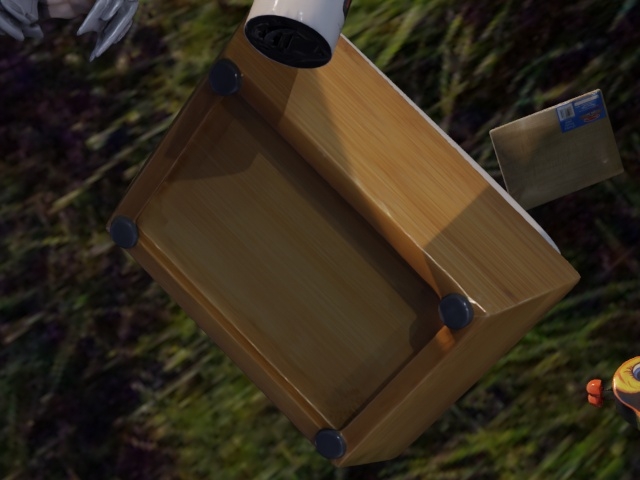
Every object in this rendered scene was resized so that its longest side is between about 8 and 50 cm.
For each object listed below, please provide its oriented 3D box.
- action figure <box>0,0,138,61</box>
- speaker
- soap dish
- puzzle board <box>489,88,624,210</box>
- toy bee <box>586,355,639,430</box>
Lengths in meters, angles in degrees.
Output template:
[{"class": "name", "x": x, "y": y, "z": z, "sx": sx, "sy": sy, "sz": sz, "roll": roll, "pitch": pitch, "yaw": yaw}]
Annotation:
[{"class": "action figure", "x": -0.199, "y": -0.217, "z": 0.937, "sx": 0.285, "sy": 0.185, "sz": 0.099, "roll": 16, "pitch": 150, "yaw": 18}, {"class": "speaker", "x": 0.000, "y": -0.170, "z": 0.853, "sx": 0.055, "sy": 0.136, "sz": 0.055, "roll": 16, "pitch": 156, "yaw": 7}, {"class": "soap dish", "x": 0.000, "y": 0.000, "z": 1.006, "sx": 0.291, "sy": 0.118, "sz": 0.229, "roll": 46, "pitch": 128, "yaw": 7}, {"class": "puzzle board", "x": 0.250, "y": -0.094, "z": 1.537, "sx": 0.011, "sy": 0.128, "sz": 0.096, "roll": -130, "pitch": 19, "yaw": -72}, {"class": "toy bee", "x": 0.406, "y": 0.205, "z": 1.719, "sx": 0.162, "sy": 0.298, "sz": 0.195, "roll": -13, "pitch": 123, "yaw": 8}]
